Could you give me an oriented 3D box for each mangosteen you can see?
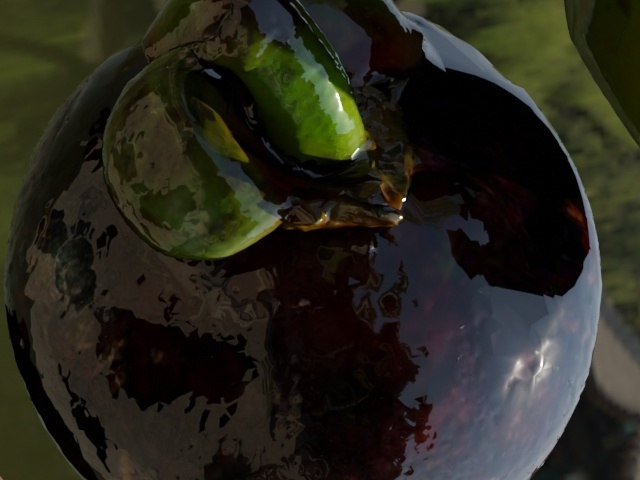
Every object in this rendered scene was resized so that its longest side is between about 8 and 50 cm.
[{"bbox_3d":[0.000,0.000,0.991,0.359,0.306,0.306,111,-24,-47],"label":"mangosteen"}]

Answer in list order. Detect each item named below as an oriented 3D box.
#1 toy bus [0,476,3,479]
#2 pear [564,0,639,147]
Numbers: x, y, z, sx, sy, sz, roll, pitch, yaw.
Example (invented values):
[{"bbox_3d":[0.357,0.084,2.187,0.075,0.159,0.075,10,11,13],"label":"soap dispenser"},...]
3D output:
[{"bbox_3d":[-0.242,0.119,0.739,0.127,0.302,0.147,35,69,-37],"label":"toy bus"},{"bbox_3d":[0.228,-0.190,0.960,0.399,0.165,0.399,-162,-90,-87],"label":"pear"}]
